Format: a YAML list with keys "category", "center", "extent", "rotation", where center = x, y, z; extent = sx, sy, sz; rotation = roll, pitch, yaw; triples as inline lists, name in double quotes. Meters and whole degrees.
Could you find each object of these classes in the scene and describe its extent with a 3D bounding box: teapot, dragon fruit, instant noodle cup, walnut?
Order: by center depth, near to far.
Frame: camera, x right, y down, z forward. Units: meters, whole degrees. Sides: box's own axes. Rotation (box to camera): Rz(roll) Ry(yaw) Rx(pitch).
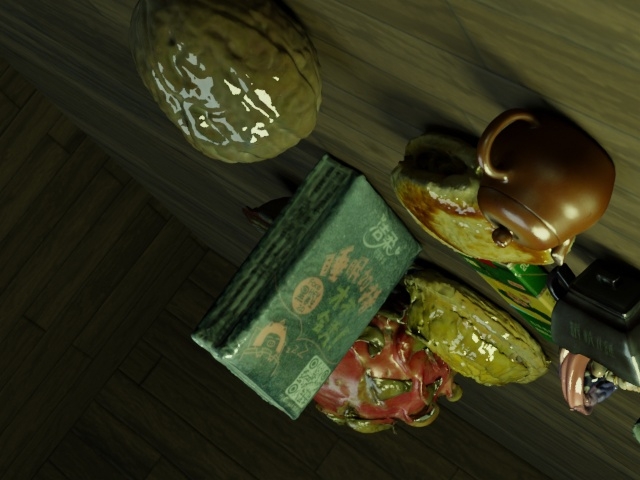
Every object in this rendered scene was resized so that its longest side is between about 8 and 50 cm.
- category: "teapot"
  center: [0.176, -0.042, 1.156]
  extent: [0.116, 0.116, 0.173]
  rotation: [30, 169, 46]
- category: "teapot"
  center: [0.294, 0.067, 1.397]
  extent: [0.177, 0.087, 0.096]
  rotation: [29, 151, 43]
- category: "walnut"
  center: [-0.097, -0.180, 1.402]
  extent: [0.230, 0.178, 0.178]
  rotation: [47, 169, -31]
- category: "instant noodle cup"
  center: [0.000, 0.000, 2.317]
  extent: [0.274, 0.091, 0.274]
  rotation: [37, 172, 6]
- category: "dragon fruit"
  center: [0.112, 0.214, 2.460]
  extent: [0.291, 0.269, 0.250]
  rotation: [13, -162, 3]

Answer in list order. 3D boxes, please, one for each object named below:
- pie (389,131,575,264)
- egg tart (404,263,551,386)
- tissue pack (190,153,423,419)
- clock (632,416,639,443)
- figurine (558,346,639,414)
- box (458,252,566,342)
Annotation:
- category: "pie"
  center: [0.156, -0.030, 1.414]
  extent: [0.179, 0.084, 0.205]
  rotation: [40, 169, -21]
- category: "egg tart"
  center: [0.215, 0.143, 2.134]
  extent: [0.290, 0.107, 0.291]
  rotation: [37, 172, 6]
- category: "tissue pack"
  center: [-0.010, 0.070, 1.926]
  extent: [0.103, 0.316, 0.228]
  rotation: [30, 168, 36]
- category: "clock"
  center: [0.550, 0.303, 1.655]
  extent: [0.386, 0.076, 0.386]
  rotation: [36, 173, 5]
- category: "figurine"
  center: [0.336, 0.131, 1.555]
  extent: [0.126, 0.114, 0.157]
  rotation: [3, 167, -43]
- category: "box"
  center: [0.262, 0.068, 1.715]
  extent: [0.235, 0.034, 0.132]
  rotation: [42, 172, -32]
